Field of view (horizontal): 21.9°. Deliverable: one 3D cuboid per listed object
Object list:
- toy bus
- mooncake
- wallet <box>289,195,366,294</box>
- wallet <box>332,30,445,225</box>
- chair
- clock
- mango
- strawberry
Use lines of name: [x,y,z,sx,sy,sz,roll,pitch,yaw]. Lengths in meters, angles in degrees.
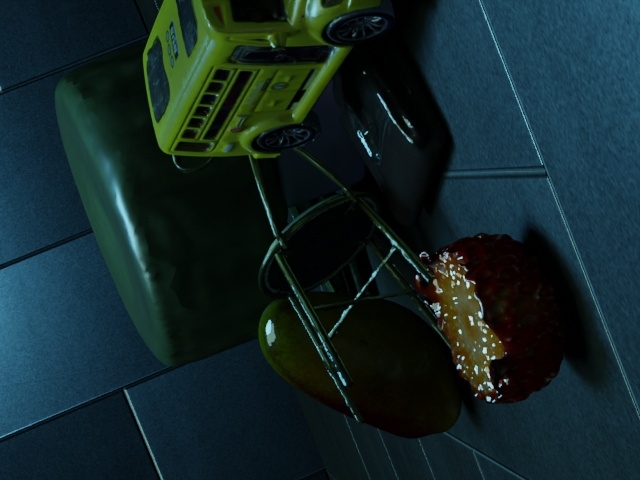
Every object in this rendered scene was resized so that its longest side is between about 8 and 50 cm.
toy bus: [-0.053,-0.186,1.404,0.331,0.151,0.145,128,134,-63]
mooncake: [-0.148,-0.046,1.809,0.356,0.194,0.356,158,90,-77]
wallet: [0.003,-0.007,2.132,0.236,0.055,0.160,-115,4,-60]
wallet: [0.054,-0.119,1.537,0.182,0.049,0.229,62,172,16]
chair: [0.000,0.000,1.614,0.325,0.160,0.170,52,170,24]
clock: [-0.059,-0.205,1.834,0.338,0.102,0.338,158,90,-81]
mango: [0.046,0.122,1.751,0.268,0.133,0.111,29,-154,-29]
strawberry: [0.142,0.058,1.311,0.145,0.086,0.145,63,171,18]
